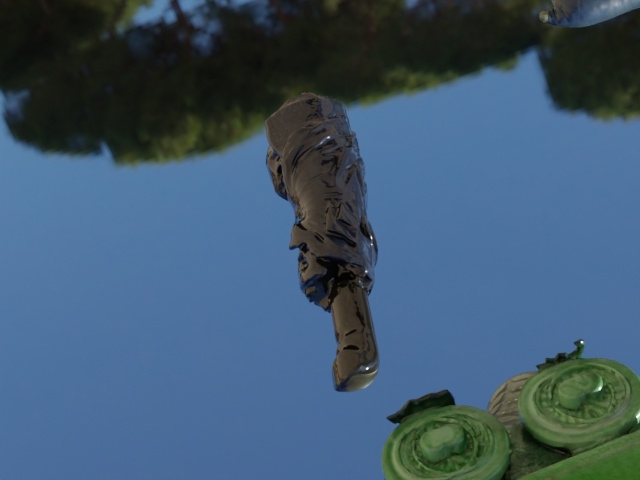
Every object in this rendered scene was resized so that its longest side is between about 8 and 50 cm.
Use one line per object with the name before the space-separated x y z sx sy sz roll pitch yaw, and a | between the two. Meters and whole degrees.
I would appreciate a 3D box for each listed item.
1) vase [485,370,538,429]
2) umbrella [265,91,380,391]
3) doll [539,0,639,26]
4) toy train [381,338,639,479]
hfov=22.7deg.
vase | 0.177 0.212 1.450 0.143 0.143 0.299 -14 -173 19
umbrella | 0.006 0.003 1.035 0.071 0.071 0.248 -19 -130 9
doll | 0.158 -0.131 0.800 0.125 0.037 0.027 -16 175 -24
toy train | 0.151 0.182 1.020 0.243 0.132 0.188 -20 -140 -8
